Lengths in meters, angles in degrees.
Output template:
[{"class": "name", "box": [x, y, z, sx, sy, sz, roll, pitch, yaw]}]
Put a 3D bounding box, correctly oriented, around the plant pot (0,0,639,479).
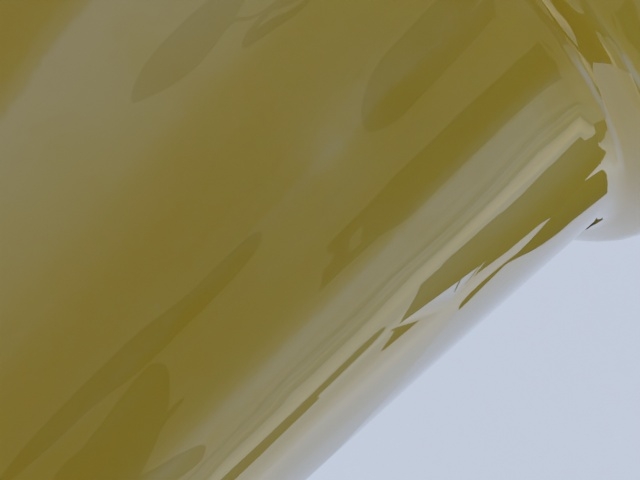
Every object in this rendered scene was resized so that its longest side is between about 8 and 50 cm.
[{"class": "plant pot", "box": [-0.043, -0.045, 0.454, 0.254, 0.254, 0.239, 40, -101, -17]}]
